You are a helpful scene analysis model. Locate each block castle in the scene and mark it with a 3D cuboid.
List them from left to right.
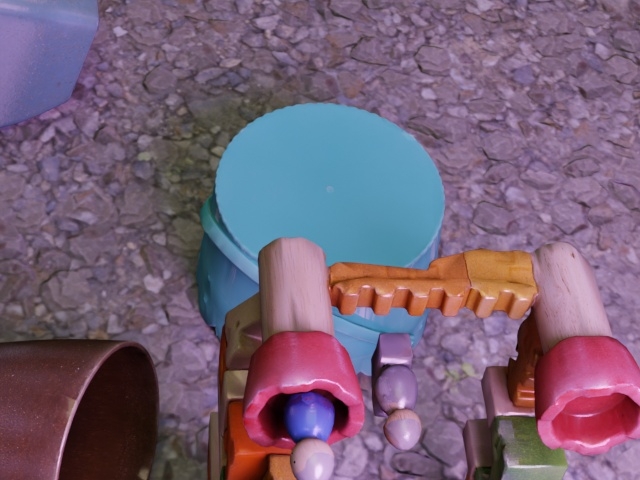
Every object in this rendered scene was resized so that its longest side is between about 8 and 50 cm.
[{"bbox_3d":[0.062,0.215,1.011,0.303,0.453,0.213,2,47,-8],"label":"block castle"}]

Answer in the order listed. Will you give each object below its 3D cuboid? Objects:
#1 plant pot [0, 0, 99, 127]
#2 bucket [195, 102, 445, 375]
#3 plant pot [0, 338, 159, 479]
[{"bbox_3d":[-0.400,-0.277,1.428,0.252,0.248,0.247,6,52,-26],"label":"plant pot"},{"bbox_3d":[0.000,0.000,1.315,0.281,0.183,0.281,3,54,-4],"label":"bucket"},{"bbox_3d":[-0.300,0.181,1.150,0.230,0.215,0.215,9,53,15],"label":"plant pot"}]
